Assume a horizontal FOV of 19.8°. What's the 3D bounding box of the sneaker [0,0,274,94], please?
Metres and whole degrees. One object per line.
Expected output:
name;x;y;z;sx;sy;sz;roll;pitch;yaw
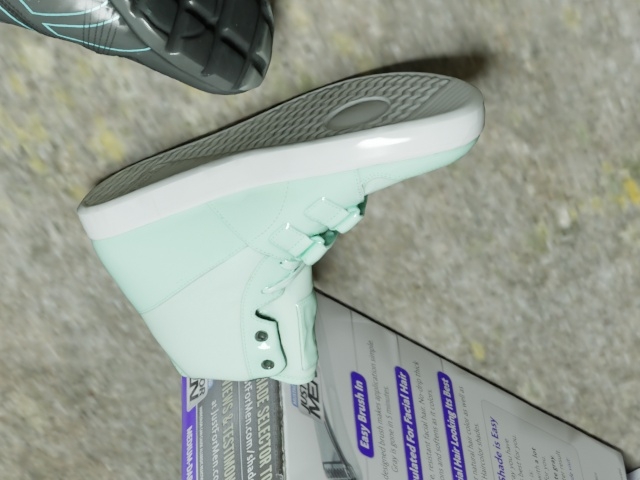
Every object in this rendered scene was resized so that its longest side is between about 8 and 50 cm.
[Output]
sneaker;-0.137;-0.153;0.947;0.267;0.101;0.106;32;147;-34

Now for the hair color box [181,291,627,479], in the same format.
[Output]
hair color box;0.068;0.178;1.228;0.339;0.185;0.110;30;127;-31

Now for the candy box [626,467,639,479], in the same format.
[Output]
candy box;0.236;0.264;1.417;0.196;0.070;0.165;-31;131;23

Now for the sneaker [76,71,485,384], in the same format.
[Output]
sneaker;0.000;0.000;1.072;0.256;0.094;0.151;-17;112;24
